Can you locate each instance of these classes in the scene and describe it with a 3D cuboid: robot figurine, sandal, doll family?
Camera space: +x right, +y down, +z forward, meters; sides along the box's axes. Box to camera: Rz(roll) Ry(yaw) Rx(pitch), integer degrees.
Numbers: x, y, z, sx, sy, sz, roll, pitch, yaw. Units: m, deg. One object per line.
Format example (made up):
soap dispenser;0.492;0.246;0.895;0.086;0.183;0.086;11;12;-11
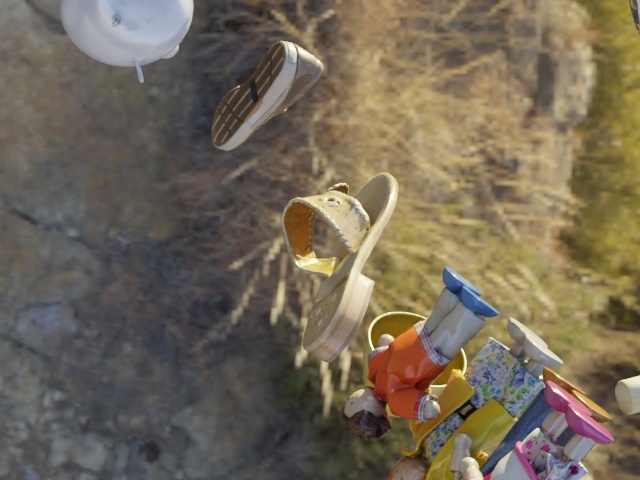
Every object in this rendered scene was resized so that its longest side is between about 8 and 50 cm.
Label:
robot figurine;-0.297;-0.407;2.143;0.300;0.200;0.353;50;25;-48
sandal;0.004;-0.004;1.179;0.079;0.088;0.240;33;36;-14
doll family;0.111;0.150;0.948;0.118;0.263;0.163;33;100;-29

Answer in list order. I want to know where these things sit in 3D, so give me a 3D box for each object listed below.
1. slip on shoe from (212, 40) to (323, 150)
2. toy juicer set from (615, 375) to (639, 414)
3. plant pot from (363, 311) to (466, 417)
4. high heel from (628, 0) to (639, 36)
slip on shoe;-0.048;-0.119;1.205;0.041;0.135;0.051;12;50;-31
toy juicer set;0.317;0.213;1.121;0.329;0.209;0.089;-89;-179;-48
plant pot;0.108;0.173;1.819;0.134;0.134;0.095;-26;148;-47
high heel;0.250;-0.282;0.977;0.186;0.093;0.261;-99;-164;-54
